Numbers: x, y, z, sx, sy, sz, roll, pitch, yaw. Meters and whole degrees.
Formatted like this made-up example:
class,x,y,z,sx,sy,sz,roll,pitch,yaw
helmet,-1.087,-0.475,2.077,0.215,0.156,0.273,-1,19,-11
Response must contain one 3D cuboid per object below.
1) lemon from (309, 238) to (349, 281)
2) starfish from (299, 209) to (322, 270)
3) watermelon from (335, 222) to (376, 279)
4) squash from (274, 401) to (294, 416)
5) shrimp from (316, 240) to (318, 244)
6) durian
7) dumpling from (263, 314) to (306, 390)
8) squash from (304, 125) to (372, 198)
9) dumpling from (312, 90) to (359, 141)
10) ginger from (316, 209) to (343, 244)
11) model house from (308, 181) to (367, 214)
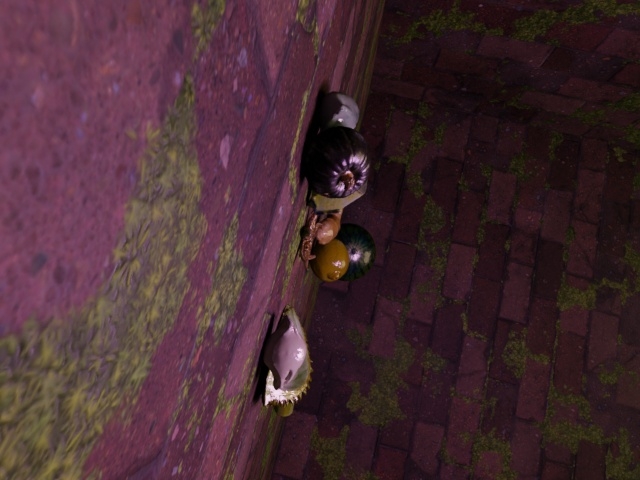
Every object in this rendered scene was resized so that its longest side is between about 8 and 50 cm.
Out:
class,x,y,z,sx,sy,sz,roll,pitch,yaw
lemon,0.040,0.081,1.914,0.248,0.184,0.184,-96,-169,-45
starfish,-0.031,-0.013,1.433,0.277,0.062,0.236,-68,170,-53
watermelon,0.154,0.064,2.392,0.363,0.363,0.363,14,90,-86
squash,-0.158,0.721,1.967,0.095,0.095,0.188,-62,165,-73
shrimp,0.002,0.000,2.127,0.124,0.034,0.178,101,5,-69
durian,-0.131,0.379,1.371,0.198,0.163,0.394,51,33,-33
dumpling,-0.110,0.313,1.184,0.181,0.111,0.155,-53,-168,-12
squash,0.048,-0.197,1.074,0.156,0.193,0.193,38,-57,49
dumpling,0.045,-0.319,1.116,0.217,0.104,0.149,-62,166,-75
ginger,0.070,-0.165,1.914,0.348,0.122,0.363,-10,104,-76
model house,0.026,-0.204,1.307,0.211,0.170,0.194,-36,-142,50
